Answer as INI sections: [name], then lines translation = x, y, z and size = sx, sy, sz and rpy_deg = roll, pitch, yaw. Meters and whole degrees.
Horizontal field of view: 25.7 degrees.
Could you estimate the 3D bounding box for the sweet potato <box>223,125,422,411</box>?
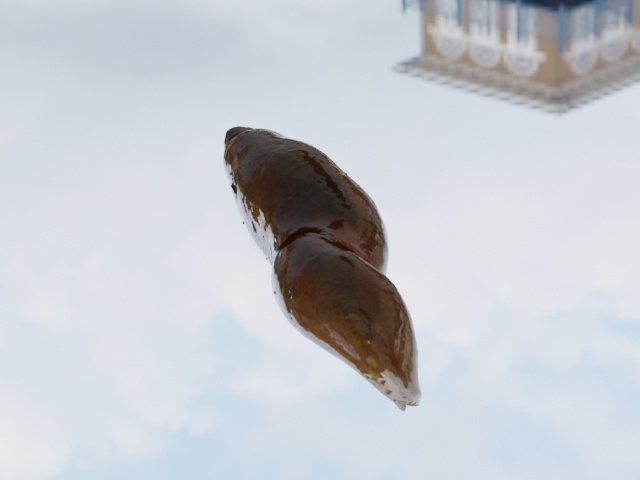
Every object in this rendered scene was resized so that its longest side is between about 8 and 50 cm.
[sweet potato]
translation = -0.001, -0.002, 0.601
size = 0.058, 0.055, 0.202
rpy_deg = -29, -146, -2
